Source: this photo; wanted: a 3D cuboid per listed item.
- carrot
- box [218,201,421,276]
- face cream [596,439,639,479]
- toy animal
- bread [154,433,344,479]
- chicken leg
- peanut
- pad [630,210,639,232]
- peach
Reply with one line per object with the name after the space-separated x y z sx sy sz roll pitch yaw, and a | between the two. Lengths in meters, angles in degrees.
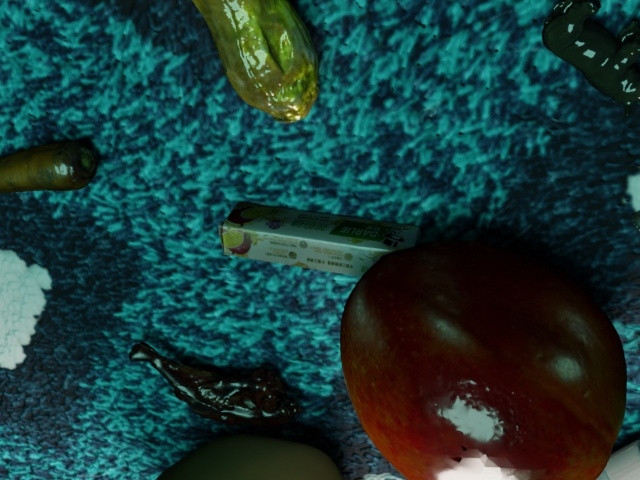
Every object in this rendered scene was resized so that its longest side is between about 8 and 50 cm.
-0.318 -0.077 1.029 0.161 0.055 0.055 -4 119 29 | carrot
0.000 0.000 0.963 0.207 0.050 0.041 9 124 14 | box
0.306 0.296 1.034 0.084 0.057 0.198 39 125 -8 | face cream
0.249 -0.154 0.785 0.135 0.047 0.065 36 130 -6 | toy animal
-0.137 0.412 1.067 0.253 0.376 0.348 34 127 -2 | bread
-0.125 0.176 1.117 0.219 0.048 0.090 13 121 11 | chicken leg
-0.064 -0.203 0.840 0.087 0.087 0.207 -17 111 27 | peanut
0.394 -0.022 0.838 0.193 0.004 0.116 -33 106 32 | pad
0.145 0.125 0.880 0.274 0.245 0.249 30 100 -7 | peach
